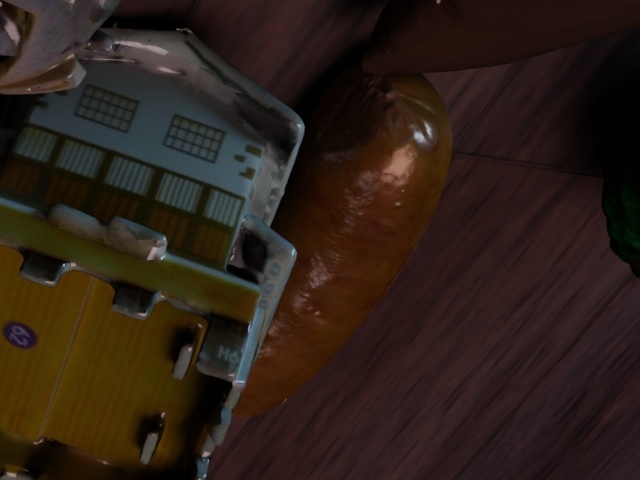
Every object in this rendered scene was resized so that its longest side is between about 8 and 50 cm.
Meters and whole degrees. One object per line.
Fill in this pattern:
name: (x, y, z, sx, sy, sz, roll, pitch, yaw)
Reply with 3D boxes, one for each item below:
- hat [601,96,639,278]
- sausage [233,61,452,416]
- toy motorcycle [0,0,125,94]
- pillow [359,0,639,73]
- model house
hat: (0.366, -0.074, 1.266, 0.332, 0.274, 0.242, -52, 161, -14)
sausage: (0.001, 0.001, 1.212, 0.109, 0.109, 0.270, 2, 136, -35)
toy motorcycle: (-0.119, -0.155, 0.952, 0.229, 0.094, 0.130, -44, 148, 2)
pillow: (0.202, -0.190, 1.047, 0.307, 0.108, 0.305, -13, 163, -24)
model house: (-0.126, 0.027, 1.065, 0.198, 0.215, 0.224, 18, 133, -4)
